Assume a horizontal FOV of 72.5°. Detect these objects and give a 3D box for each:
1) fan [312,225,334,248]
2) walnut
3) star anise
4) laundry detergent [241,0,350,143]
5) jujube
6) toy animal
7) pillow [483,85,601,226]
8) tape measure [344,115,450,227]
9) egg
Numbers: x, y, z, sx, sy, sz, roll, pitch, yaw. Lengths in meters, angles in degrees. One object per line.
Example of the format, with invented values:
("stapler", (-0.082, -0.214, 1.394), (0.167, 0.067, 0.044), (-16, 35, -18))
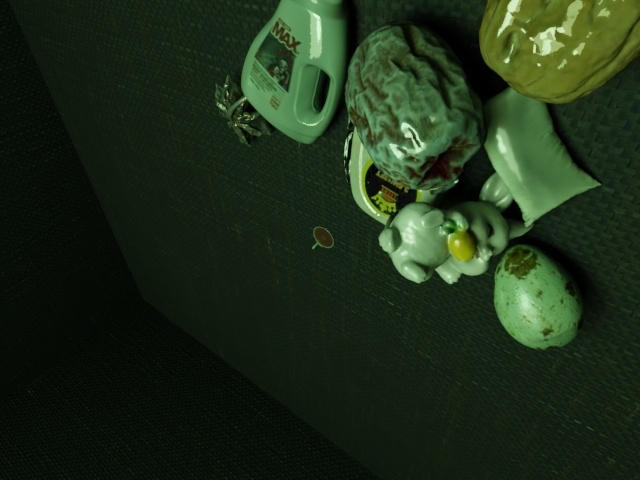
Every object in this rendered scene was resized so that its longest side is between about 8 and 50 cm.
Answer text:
("fan", (0.000, 0.000, 1.429), (0.085, 0.005, 0.133), (47, 144, 1))
("walnut", (0.342, -0.324, 0.593), (0.257, 0.257, 0.224), (105, 149, -49))
("star anise", (-0.228, -0.370, 1.248), (0.209, 0.089, 0.231), (36, 161, 8))
("laundry detergent", (-0.028, -0.425, 0.974), (0.264, 0.124, 0.398), (47, 143, 6))
("jujube", (0.162, -0.243, 0.797), (0.226, 0.226, 0.317), (123, 135, -53))
("toy animal", (0.276, -0.021, 0.880), (0.154, 0.325, 0.208), (27, 146, 61))
("pillow", (0.388, -0.163, 0.799), (0.144, 0.078, 0.254), (-31, 99, 17))
("tape measure", (0.164, -0.154, 1.015), (0.271, 0.133, 0.231), (33, 134, 20))
("egg", (0.453, 0.117, 0.923), (0.169, 0.169, 0.231), (-19, 94, 52))
